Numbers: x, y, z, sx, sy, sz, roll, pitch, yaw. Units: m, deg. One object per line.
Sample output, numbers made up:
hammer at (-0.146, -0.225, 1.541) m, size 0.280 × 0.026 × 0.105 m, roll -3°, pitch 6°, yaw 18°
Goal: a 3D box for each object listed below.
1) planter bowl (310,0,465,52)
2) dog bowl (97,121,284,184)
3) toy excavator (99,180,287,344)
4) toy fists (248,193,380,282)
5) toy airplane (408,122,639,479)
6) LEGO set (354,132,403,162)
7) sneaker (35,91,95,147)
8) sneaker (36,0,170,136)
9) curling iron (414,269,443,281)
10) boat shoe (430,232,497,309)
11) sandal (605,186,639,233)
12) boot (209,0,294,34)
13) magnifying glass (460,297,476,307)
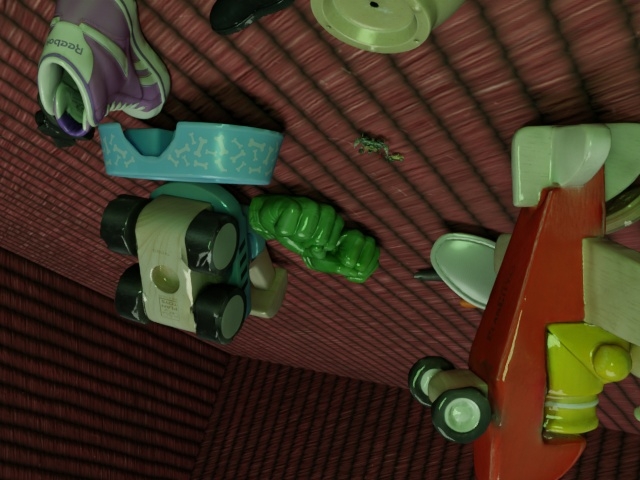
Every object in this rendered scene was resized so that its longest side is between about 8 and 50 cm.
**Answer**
planter bowl at (0.052, -0.219, 0.594) m, size 0.162 × 0.109 × 0.162 m, roll 15°, pitch 162°, yaw 5°
dog bowl at (-0.190, -0.123, 1.085) m, size 0.297 × 0.074 × 0.166 m, roll 4°, pitch -178°, yaw 33°
toy excavator at (-0.187, 0.043, 1.501) m, size 0.222 × 0.445 × 0.432 m, roll 11°, pitch 121°, yaw 21°
toy fists at (0.000, 0.000, 1.355) m, size 0.142 × 0.096 × 0.279 m, roll 1°, pitch 156°, yaw 39°
toy airplane at (0.285, 0.058, 0.816) m, size 0.273 × 0.386 × 0.384 m, roll 19°, pitch 138°, yaw -6°
LEGO set at (0.077, -0.127, 1.019) m, size 0.054 × 0.023 × 0.083 m, roll 9°, pitch 175°, yaw 32°
sneaker at (-0.429, -0.195, 1.217) m, size 0.089 × 0.051 × 0.170 m, roll 7°, pitch 164°, yaw 16°
sneaker at (-0.271, -0.184, 0.922) m, size 0.102 × 0.161 × 0.282 m, roll 13°, pitch 164°, yaw 8°
curling iron at (0.277, 0.070, 1.411) m, size 0.068 × 0.035 × 0.274 m, roll 29°, pitch 159°, yaw -35°
boat shoe at (0.320, 0.068, 1.253) m, size 0.303 × 0.114 × 0.091 m, roll 31°, pitch -159°, yaw -3°
sandal at (0.327, -0.038, 1.004) m, size 0.079 × 0.088 × 0.240 m, roll 51°, pitch 150°, yaw -3°
boot at (-0.091, -0.253, 0.731) m, size 0.121 × 0.045 × 0.099 m, roll -8°, pitch 153°, yaw 40°
magnifying glass at (0.376, 0.122, 1.510) m, size 0.092 × 0.026 × 0.231 m, roll 28°, pitch 158°, yaw -34°
